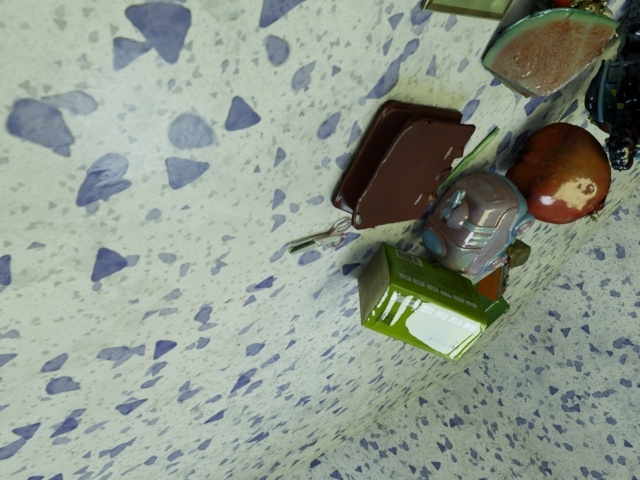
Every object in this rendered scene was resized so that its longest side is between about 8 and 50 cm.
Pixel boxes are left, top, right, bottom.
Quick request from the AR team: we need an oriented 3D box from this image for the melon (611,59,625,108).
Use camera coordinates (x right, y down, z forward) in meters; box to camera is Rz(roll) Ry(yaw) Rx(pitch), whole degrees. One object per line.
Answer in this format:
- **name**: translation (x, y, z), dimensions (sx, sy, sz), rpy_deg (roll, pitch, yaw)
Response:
- **melon**: translation (0.886, -0.461, 1.268), dimensions (0.129, 0.169, 0.265), rpy_deg (-13, 142, -42)

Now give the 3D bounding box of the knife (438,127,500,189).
- **knife**: translation (0.371, -0.202, 1.180), dimensions (0.207, 0.014, 0.030), rpy_deg (-47, 152, 13)

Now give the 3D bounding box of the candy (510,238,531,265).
- **candy**: translation (0.737, 0.046, 1.850), dimensions (0.234, 0.104, 0.102), rpy_deg (-5, 130, -47)

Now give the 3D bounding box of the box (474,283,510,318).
- **box**: translation (0.654, 0.271, 1.983), dimensions (0.253, 0.178, 0.328), rpy_deg (-47, 150, 9)

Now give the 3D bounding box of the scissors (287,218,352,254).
- **scissors**: translation (0.000, 0.000, 1.018), dimensions (0.176, 0.022, 0.085), rpy_deg (-18, 146, -39)

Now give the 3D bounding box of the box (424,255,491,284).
- **box**: translation (0.410, 0.083, 1.448), dimensions (0.260, 0.175, 0.062), rpy_deg (-31, 113, -16)

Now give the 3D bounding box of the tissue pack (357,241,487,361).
- **tissue pack**: translation (0.251, 0.156, 1.212), dimensions (0.274, 0.200, 0.167), rpy_deg (23, 120, -12)

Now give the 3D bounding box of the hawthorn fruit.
- **hawthorn fruit**: translation (0.665, -0.157, 1.289), dimensions (0.276, 0.307, 0.276), rpy_deg (-53, -169, 15)

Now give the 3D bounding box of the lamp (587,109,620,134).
- **lamp**: translation (0.900, -0.389, 1.409), dimensions (0.156, 0.157, 0.135), rpy_deg (-56, 166, 15)

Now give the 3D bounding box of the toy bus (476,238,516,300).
- **toy bus**: translation (0.612, 0.057, 1.647), dimensions (0.092, 0.093, 0.409), rpy_deg (-41, 139, -25)

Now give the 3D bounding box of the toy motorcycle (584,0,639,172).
- **toy motorcycle**: translation (0.785, -0.373, 1.177), dimensions (0.232, 0.172, 0.416), rpy_deg (1, 94, -45)

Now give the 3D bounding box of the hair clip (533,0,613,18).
- **hair clip**: translation (0.512, -0.450, 0.930), dimensions (0.138, 0.091, 0.321), rpy_deg (-49, 149, 20)

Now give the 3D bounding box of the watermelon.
- **watermelon**: translation (0.412, -0.374, 0.890), dimensions (0.146, 0.128, 0.231), rpy_deg (29, 141, -16)

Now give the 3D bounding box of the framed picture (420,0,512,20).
- **framed picture**: translation (0.268, -0.440, 0.743), dimensions (0.231, 0.010, 0.173), rpy_deg (-14, 141, -38)

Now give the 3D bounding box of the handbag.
- **handbag**: translation (0.176, -0.150, 0.966), dimensions (0.275, 0.084, 0.260), rpy_deg (-7, 134, -46)

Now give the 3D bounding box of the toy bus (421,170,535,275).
- **toy bus**: translation (0.391, -0.042, 1.259), dimensions (0.231, 0.197, 0.294), rpy_deg (-6, 138, -31)
